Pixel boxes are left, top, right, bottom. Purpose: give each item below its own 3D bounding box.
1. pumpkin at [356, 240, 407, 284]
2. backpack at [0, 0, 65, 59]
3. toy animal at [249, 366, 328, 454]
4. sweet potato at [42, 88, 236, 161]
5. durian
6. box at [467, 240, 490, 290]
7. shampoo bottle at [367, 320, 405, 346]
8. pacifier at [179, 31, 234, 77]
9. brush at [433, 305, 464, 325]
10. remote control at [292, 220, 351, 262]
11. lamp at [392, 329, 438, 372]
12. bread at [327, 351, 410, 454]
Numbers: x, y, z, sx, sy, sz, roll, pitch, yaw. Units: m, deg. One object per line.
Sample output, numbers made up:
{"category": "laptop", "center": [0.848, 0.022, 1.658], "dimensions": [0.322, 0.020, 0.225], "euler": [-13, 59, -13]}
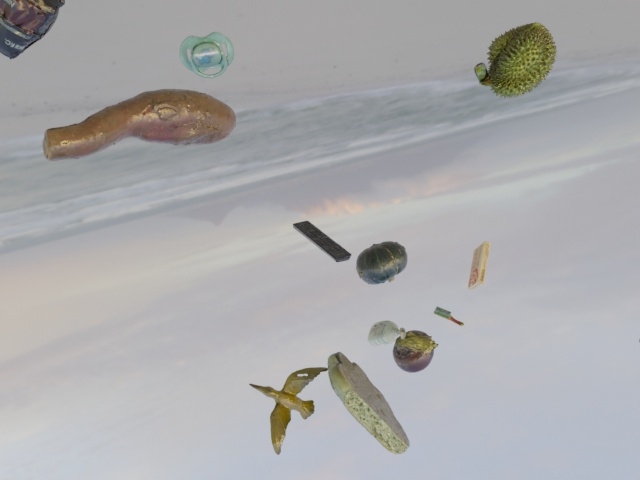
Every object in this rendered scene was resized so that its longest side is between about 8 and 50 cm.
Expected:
{"category": "pumpkin", "center": [0.217, 0.080, 2.158], "dimensions": [0.190, 0.146, 0.190], "euler": [-10, 176, -1]}
{"category": "backpack", "center": [-0.596, -0.439, 1.189], "dimensions": [0.165, 0.120, 0.106], "euler": [-46, -151, 23]}
{"category": "toy animal", "center": [-0.092, 0.374, 1.406], "dimensions": [0.155, 0.219, 0.095], "euler": [20, 162, 13]}
{"category": "sweet potato", "center": [-0.286, -0.205, 1.036], "dimensions": [0.109, 0.109, 0.385], "euler": [-9, -174, 42]}
{"category": "durian", "center": [0.491, -0.433, 1.475], "dimensions": [0.159, 0.146, 0.198], "euler": [9, -115, 50]}
{"category": "box", "center": [0.330, 0.053, 1.258], "dimensions": [0.015, 0.093, 0.058], "euler": [17, 159, -4]}
{"category": "shampoo bottle", "center": [0.194, 0.262, 1.726], "dimensions": [0.152, 0.045, 0.077], "euler": [-28, -145, 61]}
{"category": "pacifier", "center": [-0.314, -0.524, 1.689], "dimensions": [0.150, 0.127, 0.116], "euler": [-16, -145, 1]}
{"category": "brush", "center": [0.334, 0.196, 1.561], "dimensions": [0.083, 0.021, 0.019], "euler": [27, -141, 13]}
{"category": "remote control", "center": [0.000, 0.000, 1.823], "dimensions": [0.063, 0.025, 0.245], "euler": [-9, -149, -33]}
{"category": "lamp", "center": [0.322, 0.387, 2.149], "dimensions": [0.135, 0.157, 0.156], "euler": [31, 179, -34]}
{"category": "bread", "center": [0.097, 0.361, 1.387], "dimensions": [0.056, 0.286, 0.207], "euler": [-37, -158, 4]}
